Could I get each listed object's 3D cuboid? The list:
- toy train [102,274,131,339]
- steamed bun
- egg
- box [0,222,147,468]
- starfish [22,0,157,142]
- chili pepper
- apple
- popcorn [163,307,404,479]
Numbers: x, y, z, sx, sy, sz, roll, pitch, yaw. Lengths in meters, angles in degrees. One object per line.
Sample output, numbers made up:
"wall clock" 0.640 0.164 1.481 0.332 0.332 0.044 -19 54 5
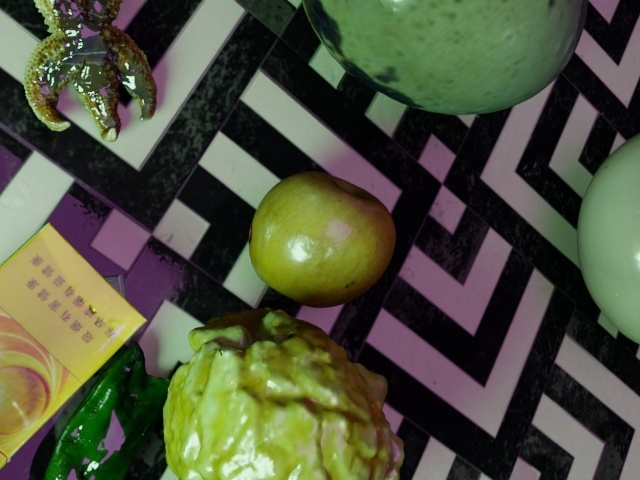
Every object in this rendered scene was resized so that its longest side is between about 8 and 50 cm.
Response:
"toy train" -0.248 0.079 0.948 0.056 0.038 0.093 -7 87 -35
"steamed bun" 0.558 0.001 1.337 0.374 0.241 0.375 7 78 -36
"egg" 0.165 -0.341 1.085 0.428 0.345 0.345 23 72 -41
"box" -0.329 0.127 0.863 0.269 0.043 0.152 -46 105 -16
"starfish" -0.260 -0.237 0.950 0.216 0.071 0.238 -44 130 -22
"chili pepper" -0.237 0.222 0.922 0.098 0.061 0.224 33 69 -24
"apple" 0.000 0.000 1.041 0.182 0.182 0.155 19 103 -28
"popcorn" -0.039 0.214 0.918 0.282 0.282 0.247 26 85 -27
